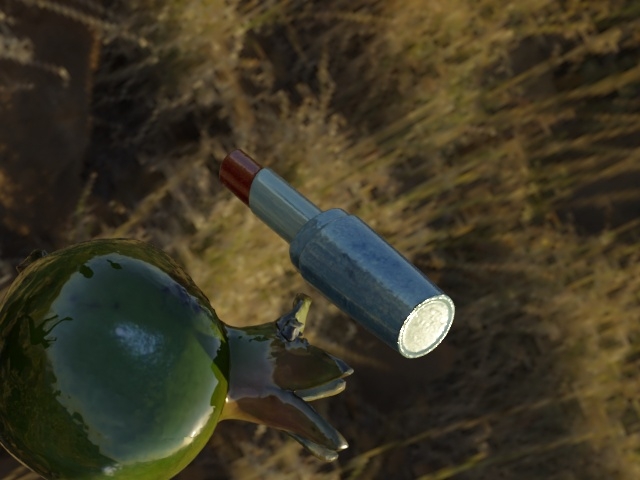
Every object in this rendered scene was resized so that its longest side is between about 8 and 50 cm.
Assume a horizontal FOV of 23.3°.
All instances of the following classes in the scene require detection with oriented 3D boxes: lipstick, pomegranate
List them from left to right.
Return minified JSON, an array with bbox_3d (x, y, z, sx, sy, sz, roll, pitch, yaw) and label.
[{"bbox_3d":[-0.079,0.065,0.804,0.152,0.191,0.131,-78,172,-84],"label":"pomegranate"},{"bbox_3d":[0.000,0.000,1.277,0.274,0.068,0.061,39,-20,39],"label":"lipstick"}]
